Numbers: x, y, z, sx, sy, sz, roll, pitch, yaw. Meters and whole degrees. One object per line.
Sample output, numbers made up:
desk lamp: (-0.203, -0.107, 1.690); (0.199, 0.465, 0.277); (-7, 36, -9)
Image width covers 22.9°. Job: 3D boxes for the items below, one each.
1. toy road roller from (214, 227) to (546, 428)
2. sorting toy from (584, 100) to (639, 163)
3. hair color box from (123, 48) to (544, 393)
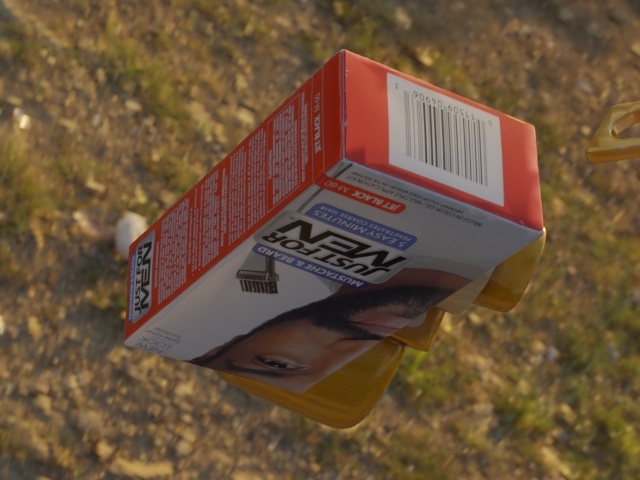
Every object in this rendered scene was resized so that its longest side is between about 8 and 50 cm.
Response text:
toy road roller: (0.027, 0.040, 1.357); (0.202, 0.329, 0.241); (23, 86, -11)
sorting toy: (0.324, -0.109, 0.995); (0.047, 0.347, 0.196); (62, 29, -25)
hair color box: (0.000, 0.000, 0.633); (0.093, 0.167, 0.053); (18, 56, -28)
